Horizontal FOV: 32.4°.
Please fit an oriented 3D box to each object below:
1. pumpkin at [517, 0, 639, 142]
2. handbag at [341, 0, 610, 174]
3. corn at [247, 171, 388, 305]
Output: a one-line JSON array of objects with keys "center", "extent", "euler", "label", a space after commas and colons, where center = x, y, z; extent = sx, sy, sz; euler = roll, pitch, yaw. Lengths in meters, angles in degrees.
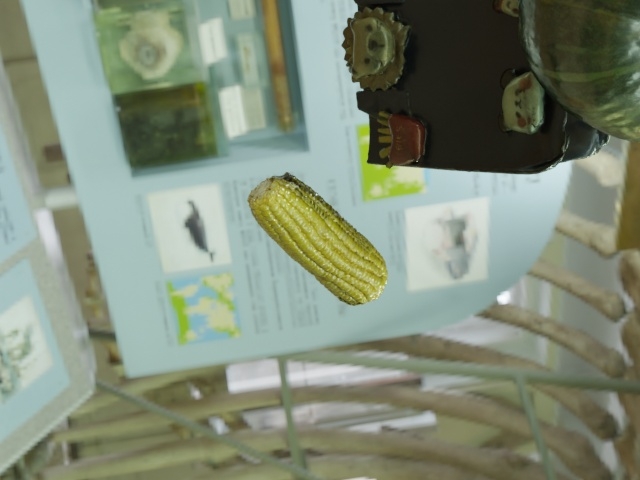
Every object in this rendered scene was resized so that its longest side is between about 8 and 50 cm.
[{"center": [0.341, -0.242, 1.082], "extent": [0.207, 0.300, 0.300], "euler": [-115, -165, -60], "label": "pumpkin"}, {"center": [0.170, -0.235, 1.304], "extent": [0.122, 0.329, 0.303], "euler": [-16, 107, -49], "label": "handbag"}, {"center": [0.000, 0.000, 1.177], "extent": [0.203, 0.072, 0.072], "euler": [41, 24, -36], "label": "corn"}]
